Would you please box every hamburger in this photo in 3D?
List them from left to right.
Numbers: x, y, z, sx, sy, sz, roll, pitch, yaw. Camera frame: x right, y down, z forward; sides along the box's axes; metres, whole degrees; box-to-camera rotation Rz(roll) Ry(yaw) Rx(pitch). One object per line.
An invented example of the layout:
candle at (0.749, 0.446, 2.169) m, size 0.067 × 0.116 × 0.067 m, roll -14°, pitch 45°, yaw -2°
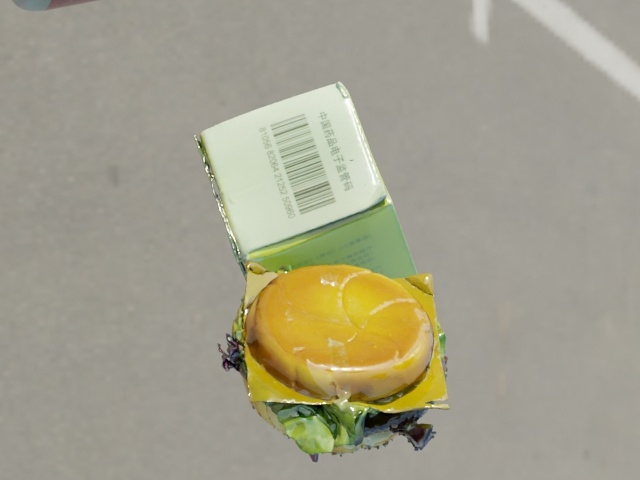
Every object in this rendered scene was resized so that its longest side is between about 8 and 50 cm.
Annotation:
hamburger at (0.012, 0.088, 1.269) m, size 0.189 × 0.164 × 0.093 m, roll -75°, pitch 175°, yaw -54°

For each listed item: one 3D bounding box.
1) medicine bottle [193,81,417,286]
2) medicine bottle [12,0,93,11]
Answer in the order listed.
medicine bottle at (0.000, 0.000, 1.532) m, size 0.250 × 0.141 × 0.137 m, roll 69°, pitch 2°, yaw -58°
medicine bottle at (-0.141, -0.240, 1.407) m, size 0.217 × 0.090 × 0.090 m, roll -15°, pitch 105°, yaw -27°
